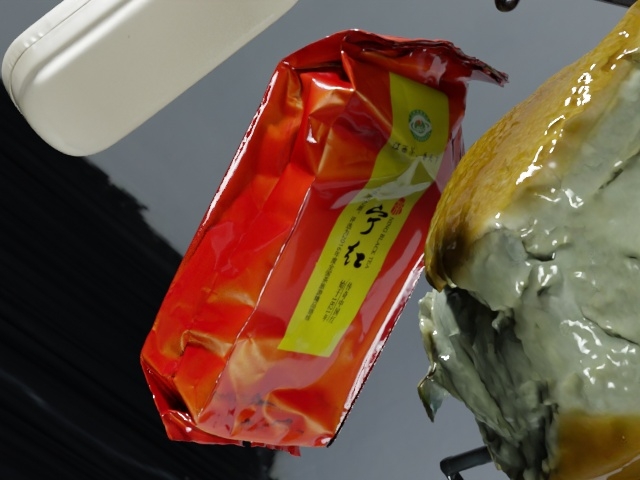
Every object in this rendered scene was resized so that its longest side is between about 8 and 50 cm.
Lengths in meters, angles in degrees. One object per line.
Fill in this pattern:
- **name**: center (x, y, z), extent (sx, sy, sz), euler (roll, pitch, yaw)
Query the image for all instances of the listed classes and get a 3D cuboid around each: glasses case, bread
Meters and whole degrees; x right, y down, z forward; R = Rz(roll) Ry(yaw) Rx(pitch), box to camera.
- **glasses case**: center (-0.097, -0.131, 0.623), extent (0.196, 0.083, 0.050), euler (-37, 53, -3)
- **bread**: center (0.180, 0.016, 0.661), extent (0.279, 0.225, 0.250), euler (-45, 1, -19)

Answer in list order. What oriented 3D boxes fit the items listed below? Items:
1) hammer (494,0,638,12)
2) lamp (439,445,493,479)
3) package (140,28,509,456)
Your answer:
- **hammer**: center (0.196, -0.180, 0.727), extent (0.021, 0.178, 0.065), euler (29, 112, 58)
- **lamp**: center (0.166, 0.324, 0.930), extent (0.147, 0.172, 0.227), euler (-34, 25, 47)
- **package**: center (0.000, 0.001, 0.957), extent (0.123, 0.196, 0.424), euler (36, 105, 43)
